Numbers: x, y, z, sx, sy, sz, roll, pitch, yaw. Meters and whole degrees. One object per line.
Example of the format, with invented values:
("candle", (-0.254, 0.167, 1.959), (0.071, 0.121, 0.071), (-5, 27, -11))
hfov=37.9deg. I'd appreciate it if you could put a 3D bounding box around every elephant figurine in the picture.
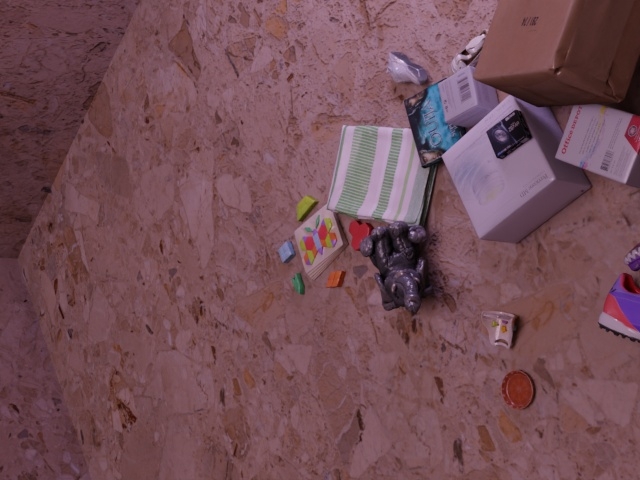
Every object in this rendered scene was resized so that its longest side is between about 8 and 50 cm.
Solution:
("elephant figurine", (0.188, 0.091, 2.170), (0.169, 0.186, 0.240), (-35, 60, 38))

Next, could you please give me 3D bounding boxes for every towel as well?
("towel", (0.152, -0.165, 2.335), (0.324, 0.038, 0.248), (13, 92, 46))

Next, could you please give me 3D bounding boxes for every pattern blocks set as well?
("pattern blocks set", (0.000, 0.000, 2.518), (0.325, 0.026, 0.285), (-55, 48, 30))

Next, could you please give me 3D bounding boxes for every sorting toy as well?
("sorting toy", (0.394, 0.196, 2.028), (0.083, 0.044, 0.075), (11, 101, 49))

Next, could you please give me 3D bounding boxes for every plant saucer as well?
("plant saucer", (0.424, 0.320, 1.997), (0.083, 0.013, 0.084), (-7, 80, 48))

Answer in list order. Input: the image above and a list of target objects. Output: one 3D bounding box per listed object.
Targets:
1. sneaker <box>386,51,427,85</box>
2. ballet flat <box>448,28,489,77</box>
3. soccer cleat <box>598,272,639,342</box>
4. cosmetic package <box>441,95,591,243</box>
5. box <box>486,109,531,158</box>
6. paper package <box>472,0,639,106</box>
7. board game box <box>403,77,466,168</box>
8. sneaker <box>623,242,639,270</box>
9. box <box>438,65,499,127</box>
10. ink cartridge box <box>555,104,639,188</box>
("sneaker", (0.214, -0.413, 2.304), (0.152, 0.053, 0.061), (51, 132, 46))
("ballet flat", (0.342, -0.431, 2.149), (0.168, 0.052, 0.057), (-44, 55, 37))
("soccer cleat", (0.652, 0.151, 1.686), (0.318, 0.108, 0.117), (22, 98, 51))
("cosmetic package", (0.410, -0.148, 1.975), (0.224, 0.138, 0.225), (-43, 57, 37))
("box", (0.383, -0.215, 1.894), (0.083, 0.018, 0.067), (-37, 59, 39))
("paper package", (0.469, -0.419, 1.760), (0.325, 0.168, 0.310), (-161, 90, -73))
("board game box", (0.273, -0.277, 2.204), (0.126, 0.026, 0.186), (-26, 64, 28))
("sneaker", (0.665, 0.015, 1.703), (0.105, 0.095, 0.236), (54, 140, 1))
("box", (0.337, -0.325, 2.116), (0.102, 0.087, 0.101), (-26, 66, 45))
("ink cartridge box", (0.573, -0.185, 1.795), (0.176, 0.127, 0.128), (32, 109, 46))
